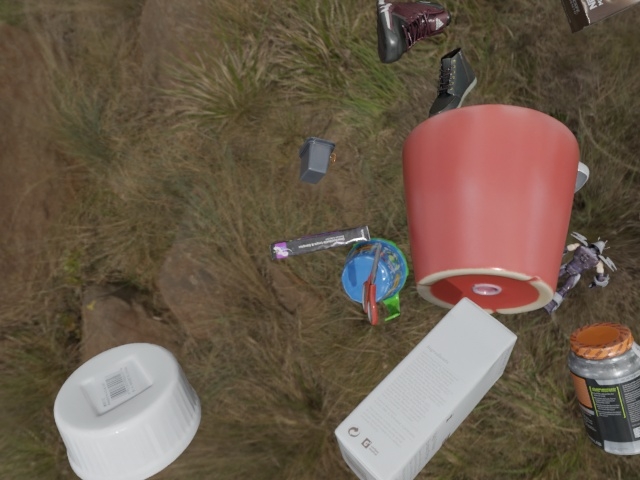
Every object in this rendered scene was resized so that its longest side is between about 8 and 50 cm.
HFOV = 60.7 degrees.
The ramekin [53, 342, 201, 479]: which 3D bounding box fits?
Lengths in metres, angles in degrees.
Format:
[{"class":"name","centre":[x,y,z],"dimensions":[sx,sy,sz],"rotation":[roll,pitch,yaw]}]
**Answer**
[{"class":"ramekin","centre":[-0.395,0.337,1.115],"dimensions":[0.277,0.277,0.135],"rotation":[9,126,25]}]

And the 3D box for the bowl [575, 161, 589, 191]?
[{"class":"bowl","centre":[0.735,-0.210,1.667],"dimensions":[0.141,0.142,0.053],"rotation":[27,68,9]}]

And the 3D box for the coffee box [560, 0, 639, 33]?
[{"class":"coffee box","centre":[0.722,-0.627,1.324],"dimensions":[0.246,0.098,0.141],"rotation":[-25,97,6]}]

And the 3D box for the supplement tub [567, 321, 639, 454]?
[{"class":"supplement tub","centre":[0.796,0.397,1.490],"dimensions":[0.193,0.193,0.316],"rotation":[-14,103,25]}]

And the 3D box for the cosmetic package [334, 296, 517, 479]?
[{"class":"cosmetic package","centre":[0.127,0.190,0.652],"dimensions":[0.231,0.117,0.085],"rotation":[-40,58,-19]}]

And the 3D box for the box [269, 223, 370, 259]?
[{"class":"box","centre":[0.000,0.000,0.927],"dimensions":[0.162,0.116,0.029],"rotation":[-9,93,1]}]

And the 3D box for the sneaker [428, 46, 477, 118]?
[{"class":"sneaker","centre":[0.344,-0.427,1.508],"dimensions":[0.083,0.118,0.222],"rotation":[4,50,47]}]

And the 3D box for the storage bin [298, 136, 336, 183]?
[{"class":"storage bin","centre":[-0.011,-0.219,1.554],"dimensions":[0.098,0.135,0.091],"rotation":[12,76,-14]}]

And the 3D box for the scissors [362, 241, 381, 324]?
[{"class":"scissors","centre":[0.127,0.092,1.377],"dimensions":[0.021,0.109,0.297],"rotation":[-8,129,-6]}]

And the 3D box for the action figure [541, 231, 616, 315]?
[{"class":"action figure","centre":[0.770,0.098,1.685],"dimensions":[0.285,0.099,0.185],"rotation":[-46,53,10]}]

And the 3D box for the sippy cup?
[{"class":"sippy cup","centre":[0.176,0.118,1.903],"dimensions":[0.305,0.224,0.240],"rotation":[28,105,10]}]

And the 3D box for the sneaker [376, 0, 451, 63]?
[{"class":"sneaker","centre":[0.203,-0.463,1.172],"dimensions":[0.162,0.281,0.107],"rotation":[-1,128,5]}]

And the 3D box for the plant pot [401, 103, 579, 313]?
[{"class":"plant pot","centre":[0.253,-0.030,0.839],"dimensions":[0.274,0.275,0.243],"rotation":[-3,64,26]}]
